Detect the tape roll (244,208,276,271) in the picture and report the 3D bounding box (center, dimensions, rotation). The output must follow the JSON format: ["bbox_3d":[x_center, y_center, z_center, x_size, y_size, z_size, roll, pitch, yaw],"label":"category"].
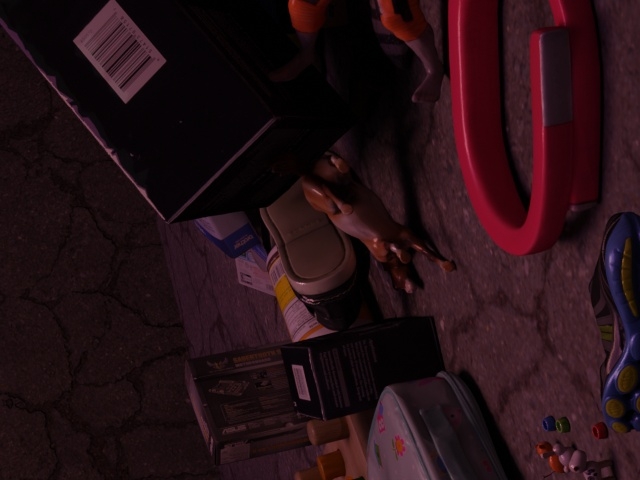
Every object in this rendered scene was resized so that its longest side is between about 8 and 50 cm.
[{"bbox_3d":[-0.078,-0.063,1.992,0.219,0.072,0.219,168,90,-74],"label":"tape roll"}]

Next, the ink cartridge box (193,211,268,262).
[{"bbox_3d":[-0.191,-0.090,1.919,0.311,0.065,0.186,58,170,-27],"label":"ink cartridge box"}]

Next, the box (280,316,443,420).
[{"bbox_3d":[0.049,0.154,1.526,0.156,0.158,0.093,165,93,-75],"label":"box"}]

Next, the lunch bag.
[{"bbox_3d":[0.146,0.299,1.387,0.224,0.108,0.279,100,153,-48],"label":"lunch bag"}]

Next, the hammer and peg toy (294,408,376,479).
[{"bbox_3d":[0.075,0.419,1.702,0.266,0.127,0.361,102,152,-57],"label":"hammer and peg toy"}]

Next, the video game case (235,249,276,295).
[{"bbox_3d":[-0.107,0.021,2.185,0.157,0.019,0.143,15,118,54],"label":"video game case"}]

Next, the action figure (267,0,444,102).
[{"bbox_3d":[0.007,-0.328,1.289,0.341,0.178,0.330,20,119,43],"label":"action figure"}]

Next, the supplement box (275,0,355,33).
[{"bbox_3d":[-0.010,-0.301,1.527,0.056,0.083,0.083,-149,48,-70],"label":"supplement box"}]

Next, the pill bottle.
[{"bbox_3d":[0.008,0.098,1.714,0.117,0.117,0.215,101,152,-56],"label":"pill bottle"}]

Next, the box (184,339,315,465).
[{"bbox_3d":[-0.077,0.241,1.919,0.183,0.231,0.056,-120,26,-47],"label":"box"}]

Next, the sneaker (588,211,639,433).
[{"bbox_3d":[0.244,0.064,0.955,0.078,0.067,0.188,-83,-14,-67],"label":"sneaker"}]

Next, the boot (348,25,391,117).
[{"bbox_3d":[0.055,-0.179,1.478,0.114,0.037,0.106,101,166,-49],"label":"boot"}]

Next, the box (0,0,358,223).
[{"bbox_3d":[-0.164,-0.209,1.470,0.343,0.179,0.312,50,-162,9],"label":"box"}]

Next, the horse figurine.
[{"bbox_3d":[0.044,-0.030,1.422,0.263,0.066,0.174,40,176,-17],"label":"horse figurine"}]

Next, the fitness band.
[{"bbox_3d":[0.171,-0.130,1.074,0.209,0.054,0.290,-126,29,-63],"label":"fitness band"}]

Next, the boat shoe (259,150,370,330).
[{"bbox_3d":[0.004,-0.001,1.635,0.340,0.127,0.113,-111,-3,-59],"label":"boat shoe"}]

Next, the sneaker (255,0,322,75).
[{"bbox_3d":[-0.068,-0.271,1.682,0.091,0.126,0.240,-122,25,-52],"label":"sneaker"}]

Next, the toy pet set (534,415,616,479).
[{"bbox_3d":[0.218,0.226,1.145,0.122,0.065,0.114,155,102,-75],"label":"toy pet set"}]
